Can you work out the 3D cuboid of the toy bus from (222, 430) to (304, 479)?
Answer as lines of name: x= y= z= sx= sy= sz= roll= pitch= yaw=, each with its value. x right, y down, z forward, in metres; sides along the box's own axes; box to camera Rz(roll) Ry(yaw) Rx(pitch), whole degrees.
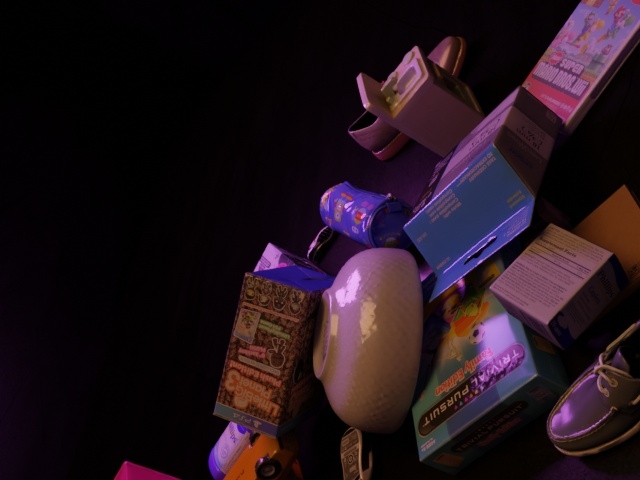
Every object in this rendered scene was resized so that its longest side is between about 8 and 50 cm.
toy bus: x=-0.141 y=0.532 z=1.601 sx=0.332 sy=0.130 sz=0.108 roll=-56 pitch=24 yaw=15

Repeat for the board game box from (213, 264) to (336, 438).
board game box: x=-0.069 y=0.211 z=1.552 sx=0.232 sy=0.141 sz=0.291 roll=-6 pitch=-69 yaw=-67

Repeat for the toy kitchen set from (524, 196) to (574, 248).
toy kitchen set: x=0.353 y=-0.028 z=1.264 sx=0.083 sy=0.075 sz=0.068 roll=-42 pitch=30 yaw=29

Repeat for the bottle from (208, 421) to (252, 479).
bottle: x=-0.152 y=0.426 z=1.776 sx=0.283 sy=0.092 sz=0.118 roll=-57 pitch=24 yaw=12

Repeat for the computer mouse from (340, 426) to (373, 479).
computer mouse: x=0.075 y=0.427 z=1.396 sx=0.106 sy=0.042 sz=0.193 roll=-46 pitch=34 yaw=42

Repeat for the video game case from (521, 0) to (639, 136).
video game case: x=0.478 y=-0.340 z=1.397 sx=0.285 sy=0.025 sz=0.204 roll=-56 pitch=25 yaw=14

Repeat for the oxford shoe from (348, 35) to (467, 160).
oxford shoe: x=0.202 y=-0.345 z=1.816 sx=0.348 sy=0.130 sz=0.123 roll=-52 pitch=26 yaw=23

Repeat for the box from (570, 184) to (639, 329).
box: x=0.410 y=0.034 z=1.154 sx=0.201 sy=0.021 sz=0.164 roll=-48 pitch=28 yaw=30

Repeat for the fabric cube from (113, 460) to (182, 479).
fabric cube: x=-0.387 y=0.711 z=1.755 sx=0.259 sy=0.254 sz=0.258 roll=-59 pitch=25 yaw=9

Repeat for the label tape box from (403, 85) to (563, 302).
label tape box: x=0.260 y=-0.085 z=1.293 sx=0.240 sy=0.106 sz=0.333 roll=-46 pitch=7 yaw=41

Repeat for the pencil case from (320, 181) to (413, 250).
pencil case: x=0.103 y=-0.055 z=1.728 sx=0.306 sy=0.119 sz=0.133 roll=-151 pitch=65 yaw=-65

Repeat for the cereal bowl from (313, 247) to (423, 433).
cereal bowl: x=0.070 y=0.173 z=1.392 sx=0.339 sy=0.141 sz=0.339 roll=-172 pitch=90 yaw=-80

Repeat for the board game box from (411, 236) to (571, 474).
board game box: x=0.248 y=0.167 z=1.268 sx=0.254 sy=0.079 sz=0.336 roll=-47 pitch=28 yaw=31

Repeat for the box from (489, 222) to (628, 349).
box: x=0.336 y=0.063 z=1.096 sx=0.137 sy=0.072 sz=0.126 roll=-46 pitch=35 yaw=-4

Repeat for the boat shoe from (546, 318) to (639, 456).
boat shoe: x=0.389 y=0.153 z=0.979 sx=0.319 sy=0.099 sz=0.116 roll=-49 pitch=28 yaw=27

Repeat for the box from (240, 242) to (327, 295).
box: x=-0.073 y=0.124 z=1.868 sx=0.163 sy=0.142 sz=0.247 roll=-62 pitch=25 yaw=3

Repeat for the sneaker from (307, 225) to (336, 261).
sneaker: x=0.000 y=0.000 z=1.976 sx=0.109 sy=0.040 sz=0.044 roll=-53 pitch=19 yaw=15

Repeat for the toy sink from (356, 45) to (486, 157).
toy sink: x=0.213 y=-0.305 z=1.632 sx=0.131 sy=0.234 sz=0.153 roll=-50 pitch=27 yaw=27
